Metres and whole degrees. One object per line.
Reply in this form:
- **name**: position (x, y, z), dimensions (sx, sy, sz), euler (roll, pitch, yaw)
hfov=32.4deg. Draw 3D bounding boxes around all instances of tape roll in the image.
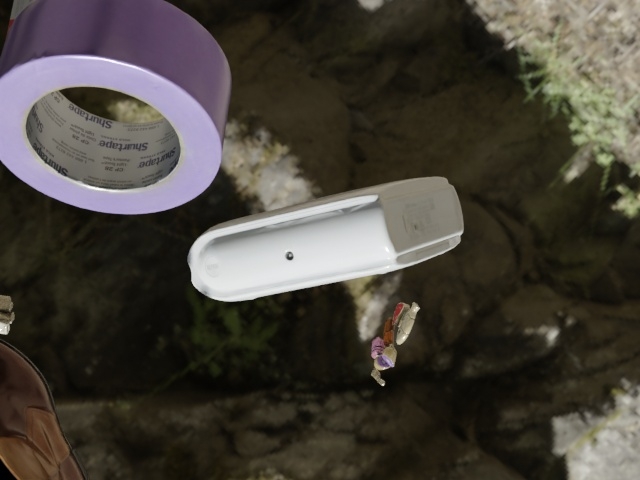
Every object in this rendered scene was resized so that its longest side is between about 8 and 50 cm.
- **tape roll**: position (-0.169, -0.109, 0.893), dimensions (0.189, 0.080, 0.189), euler (2, 144, 2)

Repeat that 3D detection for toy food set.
- **toy food set**: position (0.094, 0.135, 1.518), dimensions (0.019, 0.122, 0.078), euler (22, -176, -16)

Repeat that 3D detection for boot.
- **boot**: position (-0.355, 0.223, 1.221), dimensions (0.280, 0.096, 0.264), euler (154, 91, -85)

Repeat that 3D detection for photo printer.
- **photo printer**: position (0.000, 0.000, 1.419), dimensions (0.307, 0.256, 0.107), euler (-12, 91, 29)

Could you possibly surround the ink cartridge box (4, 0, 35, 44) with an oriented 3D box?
- **ink cartridge box**: position (-0.328, -0.292, 1.397), dimensions (0.135, 0.099, 0.056), euler (-23, 137, 25)

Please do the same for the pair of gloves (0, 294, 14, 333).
- **pair of gloves**: position (-0.556, 0.148, 1.616), dimensions (0.240, 0.204, 0.042), euler (-114, 24, -60)
